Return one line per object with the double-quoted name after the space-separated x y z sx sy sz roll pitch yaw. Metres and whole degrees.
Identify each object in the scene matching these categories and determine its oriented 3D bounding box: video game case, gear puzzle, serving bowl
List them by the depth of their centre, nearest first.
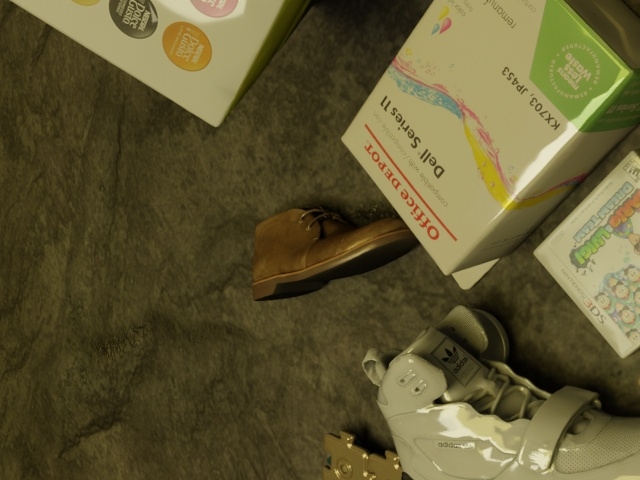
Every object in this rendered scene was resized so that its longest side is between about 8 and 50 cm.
0.302 0.016 0.804 0.143 0.019 0.157 54 133 22 "video game case"
0.184 0.117 0.948 0.083 0.027 0.083 14 109 43 "serving bowl"
0.137 0.362 1.054 0.339 0.044 0.175 14 108 41 "gear puzzle"

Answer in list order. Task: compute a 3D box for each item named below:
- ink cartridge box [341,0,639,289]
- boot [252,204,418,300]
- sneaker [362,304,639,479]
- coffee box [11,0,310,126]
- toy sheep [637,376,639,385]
0.160 -0.110 0.849 0.207 0.119 0.353 54 133 22 "ink cartridge box"
0.000 0.000 1.062 0.305 0.112 0.115 -19 75 51 "boot"
0.193 0.177 0.840 0.366 0.137 0.210 -20 99 47 "sneaker"
-0.116 -0.392 0.829 0.334 0.338 0.337 32 130 -5 "coffee box"
0.345 0.104 0.734 0.132 0.091 0.091 -35 73 26 "toy sheep"
